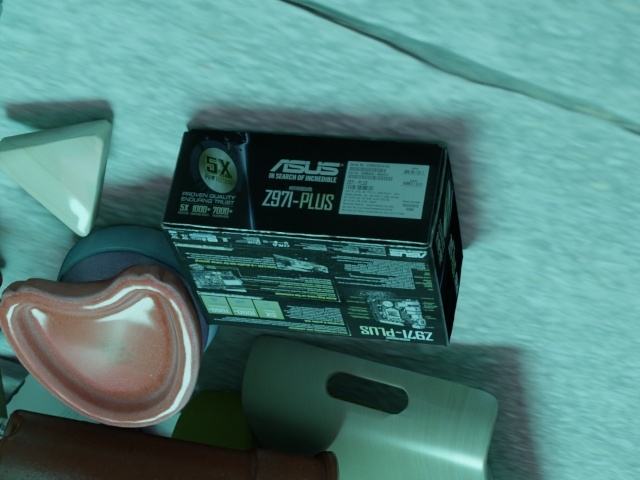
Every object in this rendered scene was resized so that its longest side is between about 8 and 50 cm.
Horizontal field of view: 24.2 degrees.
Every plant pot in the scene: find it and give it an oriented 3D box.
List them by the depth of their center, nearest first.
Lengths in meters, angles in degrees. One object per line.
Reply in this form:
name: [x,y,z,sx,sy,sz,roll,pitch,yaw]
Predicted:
plant pot: [-0.151,0.266,1.207,0.265,0.272,0.272,17,151,-7]
plant pot: [-0.090,0.185,1.376,0.081,0.083,0.081,3,150,15]

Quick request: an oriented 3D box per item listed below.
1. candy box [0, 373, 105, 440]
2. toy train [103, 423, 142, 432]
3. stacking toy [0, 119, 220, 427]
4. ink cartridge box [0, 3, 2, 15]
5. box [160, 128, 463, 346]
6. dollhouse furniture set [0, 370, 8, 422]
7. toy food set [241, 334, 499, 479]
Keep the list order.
candy box: [-0.243,0.244,1.372,0.196,0.165,0.070,38,162,10]
toy train: [-0.259,0.321,1.447,0.190,0.334,0.142,-7,155,4]
stacking toy: [-0.230,0.001,1.122,0.308,0.130,0.280,1,124,13]
ink cartridge box: [-0.360,-0.098,0.881,0.278,0.117,0.201,23,135,-20]
box: [0.000,0.000,1.013,0.180,0.078,0.147,4,151,13]
dollhouse furniture set: [-0.440,0.113,1.317,0.212,0.161,0.242,-31,150,29]
toy food set: [0.068,0.187,1.342,0.219,0.092,0.306,13,152,20]
